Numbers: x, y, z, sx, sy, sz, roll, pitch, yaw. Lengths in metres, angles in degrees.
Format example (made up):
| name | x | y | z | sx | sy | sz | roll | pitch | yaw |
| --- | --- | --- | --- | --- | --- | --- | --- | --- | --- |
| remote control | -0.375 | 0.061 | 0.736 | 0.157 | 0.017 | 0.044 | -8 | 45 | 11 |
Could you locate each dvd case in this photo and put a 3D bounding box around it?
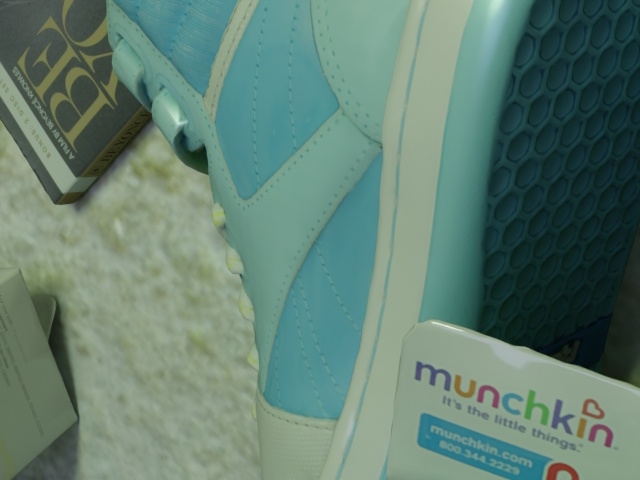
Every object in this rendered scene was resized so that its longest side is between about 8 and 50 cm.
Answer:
| name | x | y | z | sx | sy | sz | roll | pitch | yaw |
| --- | --- | --- | --- | --- | --- | --- | --- | --- | --- |
| dvd case | -0.099 | -0.146 | 0.557 | 0.221 | 0.018 | 0.164 | -43 | 74 | 31 |

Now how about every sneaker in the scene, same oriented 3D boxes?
| name | x | y | z | sx | sy | sz | roll | pitch | yaw |
| --- | --- | --- | --- | --- | --- | --- | --- | --- | --- |
| sneaker | 0.000 | 0.000 | 0.466 | 0.208 | 0.127 | 0.319 | 34 | 122 | 37 |

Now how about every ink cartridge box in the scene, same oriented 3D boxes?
| name | x | y | z | sx | sy | sz | roll | pitch | yaw |
| --- | --- | --- | --- | --- | --- | --- | --- | --- | --- |
| ink cartridge box | -0.193 | 0.077 | 0.590 | 0.092 | 0.143 | 0.090 | -2 | 114 | 33 |

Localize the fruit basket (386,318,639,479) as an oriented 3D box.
| name | x | y | z | sx | sy | sz | roll | pitch | yaw |
| --- | --- | --- | --- | --- | --- | --- | --- | --- | --- |
| fruit basket | 0.178 | 0.191 | 0.349 | 0.353 | 0.165 | 0.327 | 11 | 125 | 14 |
